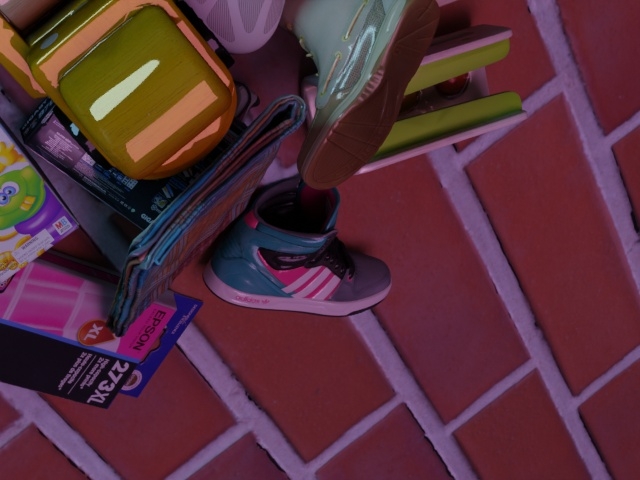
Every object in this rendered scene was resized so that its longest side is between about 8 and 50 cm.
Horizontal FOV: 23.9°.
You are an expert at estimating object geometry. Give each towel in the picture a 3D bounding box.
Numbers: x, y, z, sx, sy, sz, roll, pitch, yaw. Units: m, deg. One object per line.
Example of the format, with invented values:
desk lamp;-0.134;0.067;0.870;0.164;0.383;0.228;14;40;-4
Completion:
towel;-0.141;-0.020;1.781;0.271;0.040;0.370;-46;177;-21

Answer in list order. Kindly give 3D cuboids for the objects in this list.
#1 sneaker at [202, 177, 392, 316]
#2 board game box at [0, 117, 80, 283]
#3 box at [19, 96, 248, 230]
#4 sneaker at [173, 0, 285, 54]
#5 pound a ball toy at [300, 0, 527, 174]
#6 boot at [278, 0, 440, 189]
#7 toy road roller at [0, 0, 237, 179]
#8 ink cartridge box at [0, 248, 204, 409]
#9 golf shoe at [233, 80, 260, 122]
sneaker;0.000;0.000;2.048;0.295;0.124;0.178;2;131;-36
board game box;-0.408;-0.094;1.647;0.142;0.144;0.275;-37;137;-5
box;-0.214;-0.125;1.782;0.220;0.051;0.175;37;99;-27
sneaker;-0.068;-0.351;1.602;0.169;0.257;0.447;-21;134;-21
pound a ball toy;0.132;-0.232;1.967;0.319;0.136;0.208;-20;108;-22
boot;0.006;-0.212;1.810;0.095;0.203;0.262;12;110;-50
toy road roller;-0.221;-0.207;1.574;0.202;0.240;0.329;-40;120;0
ink cartridge box;-0.317;0.117;1.950;0.371;0.069;0.176;21;109;-47
golf shoe;-0.138;-0.113;1.885;0.086;0.067;0.186;12;116;-41
